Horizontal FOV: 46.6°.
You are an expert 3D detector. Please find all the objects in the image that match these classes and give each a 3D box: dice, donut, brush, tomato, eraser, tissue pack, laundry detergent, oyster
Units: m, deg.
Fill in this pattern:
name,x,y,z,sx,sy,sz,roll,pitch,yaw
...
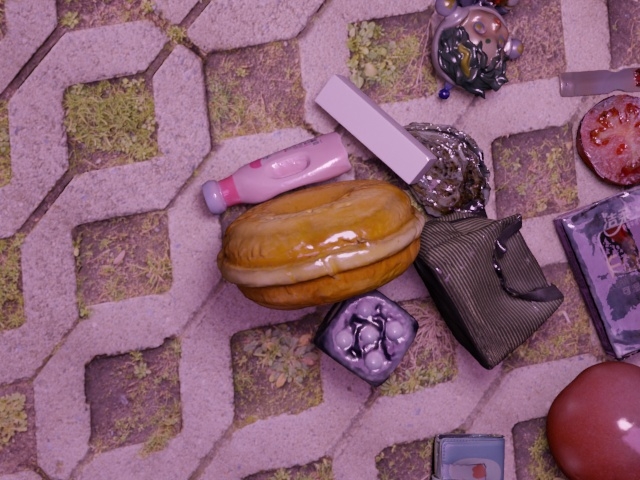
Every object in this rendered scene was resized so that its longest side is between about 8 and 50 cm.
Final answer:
name,x,y,z,sx,sy,sz,roll,pitch,yaw
dice,0.101,0.206,1.658,0.183,0.182,0.181,36,86,0
donut,0.000,0.000,1.559,0.448,0.449,0.198,-15,107,-5
brush,0.743,-0.392,1.811,0.321,0.050,0.060,-5,91,-4
tomato,0.667,0.427,1.629,0.321,0.321,0.322,0,87,-5
eraser,0.126,-0.254,1.693,0.298,0.076,0.078,44,111,13
tomato,0.713,-0.236,1.780,0.225,0.085,0.225,0,85,-2
tissue pack,0.731,0.066,1.750,0.259,0.122,0.361,-21,91,-2
laundry detergent,-0.101,-0.147,1.681,0.335,0.159,0.088,-21,117,-1
oyster,0.285,-0.177,1.741,0.198,0.112,0.268,-23,98,15

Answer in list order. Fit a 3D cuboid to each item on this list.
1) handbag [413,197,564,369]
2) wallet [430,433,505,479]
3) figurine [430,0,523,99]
name,x,y,z,sx,sy,sz,roll,pitch,yaw
handbag,0.360,0.083,1.647,0.240,0.247,0.341,-35,108,-5
wallet,0.340,0.576,1.717,0.176,0.075,0.250,3,87,-11
figurine,0.371,-0.513,1.722,0.261,0.186,0.382,18,80,-14
